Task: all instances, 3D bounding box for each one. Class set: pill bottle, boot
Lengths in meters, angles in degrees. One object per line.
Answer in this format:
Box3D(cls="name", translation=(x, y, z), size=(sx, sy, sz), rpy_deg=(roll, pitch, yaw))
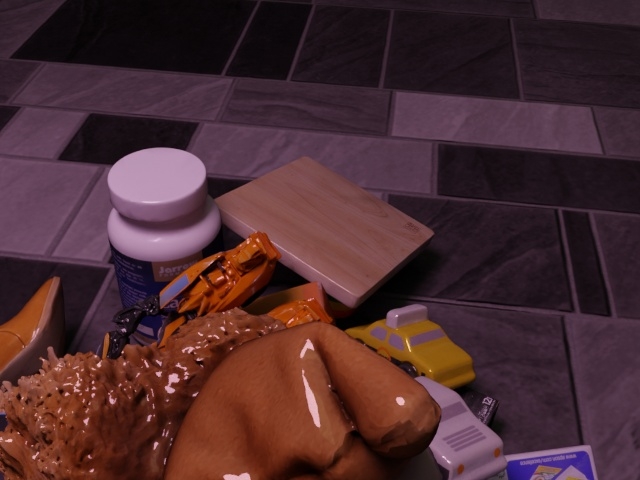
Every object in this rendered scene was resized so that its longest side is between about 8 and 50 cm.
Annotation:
Box3D(cls="pill bottle", translation=(-0.209, 0.015, 1.033), size=(0.153, 0.265, 0.153), rpy_deg=(0, 40, 0))
Box3D(cls="boot", translation=(-0.431, 0.143, 0.905), size=(0.211, 0.104, 0.295), rpy_deg=(-2, 33, -7))

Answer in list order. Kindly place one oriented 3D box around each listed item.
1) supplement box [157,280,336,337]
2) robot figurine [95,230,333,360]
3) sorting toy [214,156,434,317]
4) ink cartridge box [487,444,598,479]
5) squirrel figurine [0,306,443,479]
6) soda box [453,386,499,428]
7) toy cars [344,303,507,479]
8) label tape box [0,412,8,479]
Box3D(cls="supplement box", translation=(-0.097, 0.133, 0.993), size=(0.233, 0.080, 0.078), rpy_deg=(-15, 37, 6))
Box3D(cls="robot figurine", translation=(-0.143, 0.131, 0.905), size=(0.291, 0.085, 0.211), rpy_deg=(-39, 82, 4))
Box3D(cls="sorting toy", translation=(0.000, 0.000, 1.140), size=(0.257, 0.089, 0.255), rpy_deg=(33, 35, 18))
Box3D(cls="ink cartridge box", translation=(0.209, 0.337, 0.804), size=(0.206, 0.045, 0.208), rpy_deg=(-5, 71, -7))
Box3D(cls="squirrel figurine", translation=(-0.107, 0.244, 0.608), size=(0.370, 0.281, 0.397), rpy_deg=(-42, 46, -17))
Box3D(cls="soda box", translation=(0.160, 0.258, 0.918), size=(0.060, 0.053, 0.169), rpy_deg=(21, 43, 22))
Box3D(cls="toy cars", translation=(0.107, 0.156, 0.891), size=(0.176, 0.087, 0.394), rpy_deg=(2, 14, 2))
Box3D(cls="label tape box", translation=(-0.260, 0.333, 0.687), size=(0.249, 0.115, 0.348), rpy_deg=(8, 42, -27))
